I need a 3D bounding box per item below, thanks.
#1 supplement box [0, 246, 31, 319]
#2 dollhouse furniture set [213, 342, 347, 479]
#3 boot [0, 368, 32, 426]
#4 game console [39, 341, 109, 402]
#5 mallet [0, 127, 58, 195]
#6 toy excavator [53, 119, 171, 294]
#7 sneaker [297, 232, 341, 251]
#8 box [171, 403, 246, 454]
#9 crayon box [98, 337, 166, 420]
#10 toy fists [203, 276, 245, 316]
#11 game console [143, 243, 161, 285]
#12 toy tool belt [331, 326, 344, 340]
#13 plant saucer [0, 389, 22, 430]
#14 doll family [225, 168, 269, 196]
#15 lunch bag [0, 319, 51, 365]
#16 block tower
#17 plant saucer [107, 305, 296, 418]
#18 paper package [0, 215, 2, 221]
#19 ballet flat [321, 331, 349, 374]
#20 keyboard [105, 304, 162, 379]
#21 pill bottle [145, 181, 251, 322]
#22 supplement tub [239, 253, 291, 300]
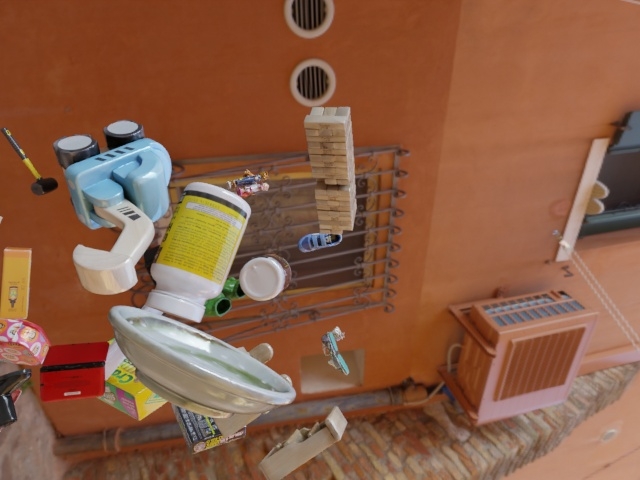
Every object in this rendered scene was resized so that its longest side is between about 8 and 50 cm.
[{"bbox_3d":[-1.015,0.142,1.474,0.080,0.078,0.233,7,-88,58],"label":"supplement box"},{"bbox_3d":[-0.137,0.492,1.388,0.394,0.257,0.362,56,3,13],"label":"dollhouse furniture set"},{"bbox_3d":[-0.644,0.328,0.909,0.045,0.121,0.099,49,20,-74],"label":"boot"},{"bbox_3d":[-0.618,0.330,1.120,0.085,0.144,0.124,175,-87,-75],"label":"game console"},{"bbox_3d":[-0.772,-0.202,1.151,0.189,0.039,0.062,59,21,-23],"label":"mallet"},{"bbox_3d":[-0.506,-0.097,1.135,0.445,0.433,0.222,27,-47,24],"label":"toy excavator"},{"bbox_3d":[0.000,0.000,1.356,0.059,0.144,0.053,170,-94,-71],"label":"sneaker"},{"bbox_3d":[-0.446,0.691,1.747,0.270,0.216,0.060,37,-56,48],"label":"box"},{"bbox_3d":[-0.620,0.435,1.534,0.313,0.363,0.106,-25,119,-55],"label":"crayon box"},{"bbox_3d":[-0.452,0.253,2.008,0.279,0.142,0.096,-47,122,-53],"label":"toy fists"},{"bbox_3d":[-0.453,0.061,1.317,0.107,0.122,0.071,66,-8,-9],"label":"game console"},{"bbox_3d":[0.069,0.372,1.720,0.051,0.052,0.083,43,-11,19],"label":"toy tool belt"},{"bbox_3d":[-1.162,0.570,1.444,0.259,0.259,0.047,-151,-108,-67],"label":"plant saucer"},{"bbox_3d":[-0.317,-0.259,1.952,0.263,0.163,0.118,-1,-75,64],"label":"doll family"},{"bbox_3d":[-1.233,0.404,1.736,0.258,0.293,0.120,104,-4,-49],"label":"lunch bag"},{"bbox_3d":[0.032,-0.163,1.066,0.335,0.091,0.097,81,16,-48],"label":"block tower"},{"bbox_3d":[-0.246,0.258,0.883,0.100,0.401,0.400,-64,-173,-9],"label":"plant saucer"},{"bbox_3d":[-1.300,-0.002,1.480,0.309,0.168,0.324,62,29,-63],"label":"paper package"},{"bbox_3d":[0.033,0.289,1.113,0.041,0.041,0.114,108,-41,-65],"label":"ballet flat"},{"bbox_3d":[-0.567,0.290,1.309,0.014,0.256,0.072,20,-29,32],"label":"keyboard"},{"bbox_3d":[-0.321,0.034,1.152,0.188,0.188,0.333,122,-14,-73],"label":"pill bottle"},{"bbox_3d":[-0.237,0.159,1.986,0.316,0.194,0.193,-2,84,-85],"label":"supplement tub"}]
